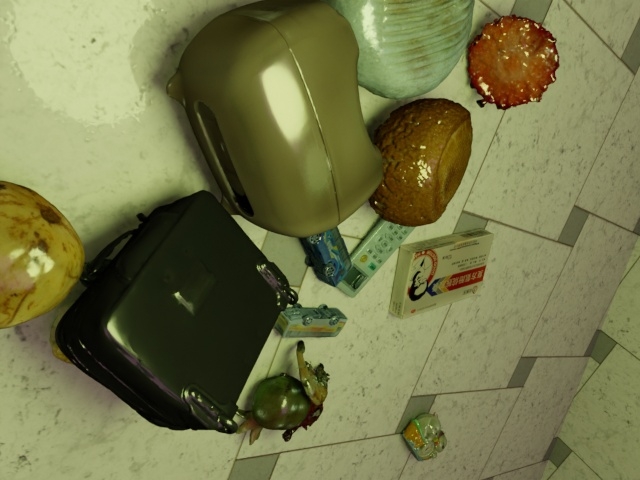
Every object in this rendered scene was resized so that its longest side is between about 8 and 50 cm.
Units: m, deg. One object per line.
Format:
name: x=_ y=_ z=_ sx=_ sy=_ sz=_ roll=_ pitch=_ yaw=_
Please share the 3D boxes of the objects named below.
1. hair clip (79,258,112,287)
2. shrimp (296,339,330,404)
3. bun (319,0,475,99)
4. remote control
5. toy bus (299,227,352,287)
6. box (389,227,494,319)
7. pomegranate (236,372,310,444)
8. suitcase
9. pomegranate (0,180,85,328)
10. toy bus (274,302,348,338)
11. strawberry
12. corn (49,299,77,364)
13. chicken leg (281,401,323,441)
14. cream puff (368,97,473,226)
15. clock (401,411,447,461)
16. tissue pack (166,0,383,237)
hair clip: x=-0.343 y=0.087 z=0.989 sx=0.229 sy=0.036 sz=0.065 roll=25 pitch=90 yaw=-37
shrimp: x=-0.022 y=0.323 z=1.305 sx=0.051 sy=0.217 sz=0.150 roll=-26 pitch=91 yaw=6
bun: x=0.141 y=-0.456 z=0.987 sx=0.362 sy=0.211 sz=0.361 roll=-18 pitch=124 yaw=-29
remote control: x=0.144 y=0.013 z=1.337 sx=0.293 sy=0.051 sz=0.103 roll=-51 pitch=133 yaw=-2
toy bus: x=0.003 y=0.000 z=1.195 sx=0.094 sy=0.079 sz=0.236 roll=-39 pitch=131 yaw=-19
box: x=0.364 y=0.092 z=1.546 sx=0.354 sy=0.069 sz=0.214 roll=-9 pitch=117 yaw=-34
pomegranate: x=-0.120 y=0.414 z=1.284 sx=0.191 sy=0.131 sz=0.152 roll=-42 pitch=146 yaw=19
suitcase: x=-0.233 y=0.117 z=0.903 sx=0.339 sy=0.189 sz=0.345 roll=55 pitch=43 yaw=-30
pomegranate: x=-0.468 y=0.027 z=0.757 sx=0.216 sy=0.215 sz=0.215 roll=-18 pitch=122 yaw=-32
toy bus: x=-0.022 y=0.203 z=1.289 sx=0.191 sy=0.064 sz=0.075 roll=9 pitch=111 yaw=-41
strawberry: x=0.488 y=-0.450 z=1.285 sx=0.178 sy=0.234 sz=0.233 roll=-44 pitch=135 yaw=-40
corn: x=-0.349 y=0.187 z=0.990 sx=0.305 sy=0.122 sz=0.123 roll=25 pitch=58 yaw=-46
chicken leg: x=-0.042 y=0.468 z=1.377 sx=0.205 sy=0.053 sz=0.093 roll=20 pitch=88 yaw=-62
cream puff: x=0.207 y=-0.178 z=1.168 sx=0.303 sy=0.212 sz=0.302 roll=-48 pitch=150 yaw=-41
clock: x=0.370 y=0.689 z=1.822 sx=0.144 sy=0.103 sz=0.230 roll=-33 pitch=128 yaw=-11
tissue pack: x=-0.071 y=-0.196 z=0.906 sx=0.277 sy=0.267 sz=0.386 roll=-38 pitch=132 yaw=-23
